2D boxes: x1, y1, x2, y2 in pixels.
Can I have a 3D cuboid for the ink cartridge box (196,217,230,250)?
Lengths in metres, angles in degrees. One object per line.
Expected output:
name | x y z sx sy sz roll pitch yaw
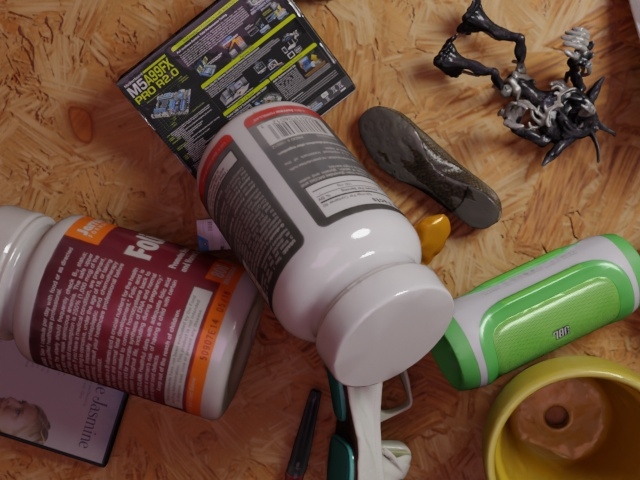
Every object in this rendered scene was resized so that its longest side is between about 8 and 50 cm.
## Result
ink cartridge box | -0.142 -0.011 1.335 0.083 0.028 0.048 -3 96 6

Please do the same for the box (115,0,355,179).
box | -0.118 -0.225 1.265 0.270 0.060 0.216 -37 109 8

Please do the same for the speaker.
speaker | 0.297 0.096 1.216 0.296 0.131 0.131 -24 93 -11

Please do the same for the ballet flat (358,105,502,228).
ballet flat | 0.162 -0.108 1.287 0.249 0.058 0.084 38 120 7

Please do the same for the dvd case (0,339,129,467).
dvd case | -0.429 0.235 1.381 0.252 0.022 0.181 18 97 -3

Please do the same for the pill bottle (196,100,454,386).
pill bottle | 0.000 0.000 1.152 0.210 0.210 0.363 -42 54 8

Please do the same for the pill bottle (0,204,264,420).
pill bottle | -0.293 0.093 1.265 0.392 0.224 0.224 17 97 3

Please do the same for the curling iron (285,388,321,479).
curling iron | -0.025 0.359 1.359 0.068 0.035 0.274 6 97 1

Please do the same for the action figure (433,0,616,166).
action figure | 0.296 -0.213 1.216 0.275 0.141 0.164 34 87 3

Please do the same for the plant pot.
plant pot | 0.343 0.269 1.209 0.253 0.239 0.254 1 95 5

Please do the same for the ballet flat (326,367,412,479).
ballet flat | 0.075 0.277 1.304 0.139 0.139 0.401 -2 95 6

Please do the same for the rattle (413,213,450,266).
rattle | 0.129 0.073 1.220 0.142 0.200 0.130 -33 100 27

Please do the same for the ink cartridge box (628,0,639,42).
ink cartridge box | 0.492 -0.281 1.111 0.065 0.186 0.311 9 64 -28
